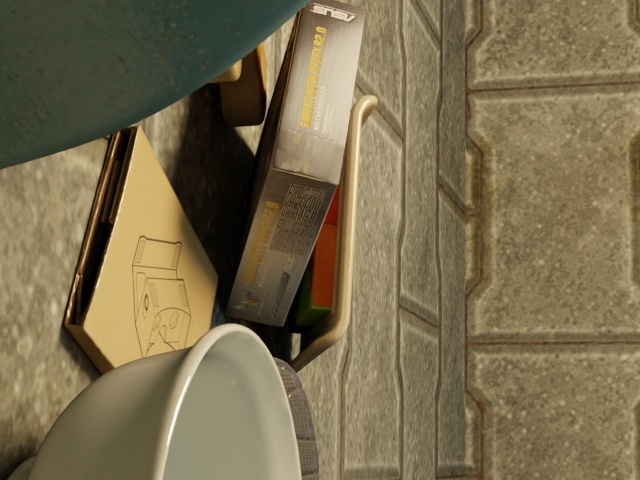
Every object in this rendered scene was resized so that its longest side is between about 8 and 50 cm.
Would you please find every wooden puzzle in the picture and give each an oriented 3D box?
[{"bbox_3d":[0.000,0.000,1.266,0.221,0.044,0.239,128,-28,-74],"label":"wooden puzzle"}]

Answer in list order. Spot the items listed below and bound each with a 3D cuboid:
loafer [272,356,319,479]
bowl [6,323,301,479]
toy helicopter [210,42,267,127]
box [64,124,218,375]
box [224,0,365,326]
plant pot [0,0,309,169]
[{"bbox_3d":[-0.065,0.249,1.085,0.109,0.095,0.303,10,72,-44],"label":"loafer"},{"bbox_3d":[-0.109,0.199,0.782,0.298,0.134,0.298,-2,90,-75],"label":"bowl"},{"bbox_3d":[-0.077,-0.213,1.029,0.355,0.140,0.235,84,4,-65],"label":"toy helicopter"},{"bbox_3d":[-0.124,0.042,0.963,0.201,0.021,0.164,69,24,-54],"label":"box"},{"bbox_3d":[-0.024,-0.061,1.113,0.231,0.056,0.183,112,-10,-56],"label":"box"},{"bbox_3d":[-0.115,-0.186,0.512,0.247,0.252,0.248,69,20,-49],"label":"plant pot"}]
